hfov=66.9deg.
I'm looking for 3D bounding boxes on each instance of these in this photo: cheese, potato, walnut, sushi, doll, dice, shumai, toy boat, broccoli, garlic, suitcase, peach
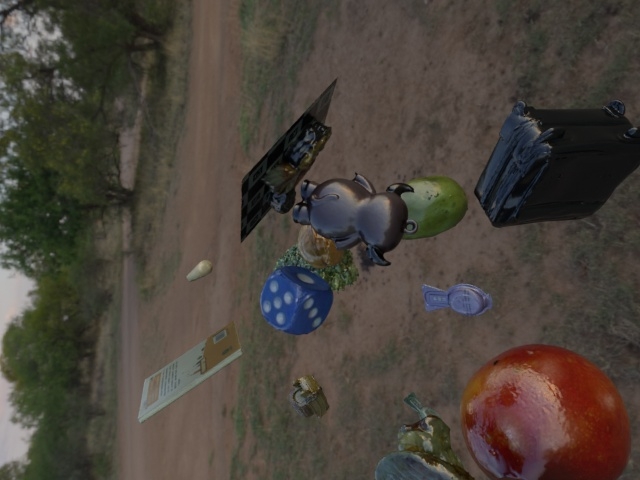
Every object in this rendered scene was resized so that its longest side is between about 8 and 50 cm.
[{"bbox_3d":[0.260,0.430,1.200,0.120,0.067,0.026,41,114,23],"label":"cheese"},{"bbox_3d":[0.369,-0.114,1.727,0.216,0.304,0.216,-22,-90,-83],"label":"potato"},{"bbox_3d":[0.000,0.000,1.507,0.144,0.144,0.180,132,143,-54],"label":"walnut"},{"bbox_3d":[-0.061,-0.161,1.168,0.343,0.064,0.359,-52,-5,-23],"label":"sushi"},{"bbox_3d":[0.073,-0.051,0.997,0.117,0.257,0.182,56,-130,-74],"label":"doll"},{"bbox_3d":[-0.063,0.156,1.283,0.143,0.146,0.146,34,112,38],"label":"dice"},{"bbox_3d":[0.254,0.523,1.026,0.222,0.203,0.272,-25,82,29],"label":"shumai"},{"bbox_3d":[-0.044,0.571,1.735,0.089,0.115,0.310,46,162,32],"label":"toy boat"},{"bbox_3d":[-0.016,0.124,1.864,0.317,0.277,0.339,62,-153,-46],"label":"broccoli"},{"bbox_3d":[-0.325,0.081,1.313,0.053,0.083,0.041,-16,109,54],"label":"garlic"},{"bbox_3d":[0.380,0.165,1.351,0.190,0.042,0.105,1,118,29],"label":"cheese"},{"bbox_3d":[0.600,-0.180,1.245,0.339,0.345,0.188,102,156,-49],"label":"suitcase"},{"bbox_3d":[0.523,0.436,1.158,0.388,0.388,0.389,-174,90,-67],"label":"peach"}]

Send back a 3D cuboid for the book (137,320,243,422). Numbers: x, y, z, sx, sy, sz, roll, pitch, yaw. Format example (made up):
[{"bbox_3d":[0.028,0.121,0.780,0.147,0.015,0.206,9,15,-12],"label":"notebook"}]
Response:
[{"bbox_3d":[-0.339,0.333,1.271,0.020,0.295,0.208,59,174,-18],"label":"book"}]
